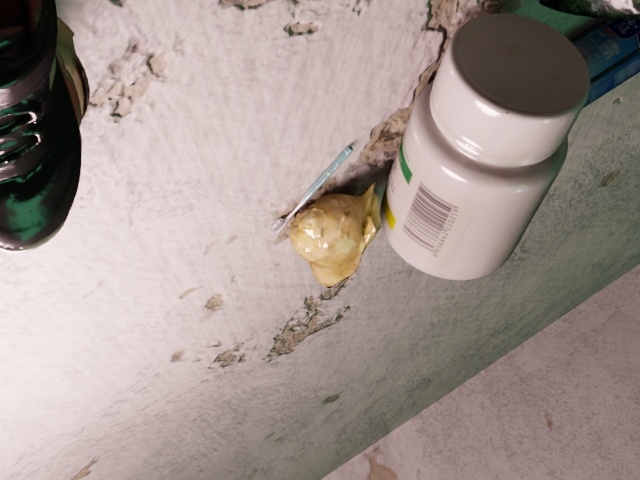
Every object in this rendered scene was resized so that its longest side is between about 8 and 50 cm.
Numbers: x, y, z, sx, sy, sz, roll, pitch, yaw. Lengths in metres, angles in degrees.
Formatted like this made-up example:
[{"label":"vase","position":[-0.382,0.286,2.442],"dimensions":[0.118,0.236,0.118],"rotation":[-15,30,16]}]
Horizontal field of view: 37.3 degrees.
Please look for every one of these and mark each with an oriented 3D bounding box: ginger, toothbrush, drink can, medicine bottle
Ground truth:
[{"label":"ginger","position":[0.001,0.002,1.353],"dimensions":[0.123,0.115,0.193],"rotation":[2,148,-23]},{"label":"toothbrush","position":[-0.013,-0.068,1.285],"dimensions":[0.167,0.011,0.014],"rotation":[-46,149,22]},{"label":"drink can","position":[0.378,-0.244,1.389],"dimensions":[0.235,0.097,0.097],"rotation":[-33,156,-8]},{"label":"medicine bottle","position":[0.211,-0.117,1.255],"dimensions":[0.208,0.208,0.339],"rotation":[-25,153,-24]}]

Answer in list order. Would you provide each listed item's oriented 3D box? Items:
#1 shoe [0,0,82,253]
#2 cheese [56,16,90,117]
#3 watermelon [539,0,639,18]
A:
[{"label":"shoe","position":[-0.217,-0.119,0.630],"dimensions":[0.114,0.137,0.291],"rotation":[-23,122,-21]},{"label":"cheese","position":[-0.323,-0.092,0.732],"dimensions":[0.286,0.082,0.163],"rotation":[-22,151,-27]},{"label":"watermelon","position":[0.373,-0.381,1.198],"dimensions":[0.202,0.136,0.207],"rotation":[-89,-166,-74]}]
